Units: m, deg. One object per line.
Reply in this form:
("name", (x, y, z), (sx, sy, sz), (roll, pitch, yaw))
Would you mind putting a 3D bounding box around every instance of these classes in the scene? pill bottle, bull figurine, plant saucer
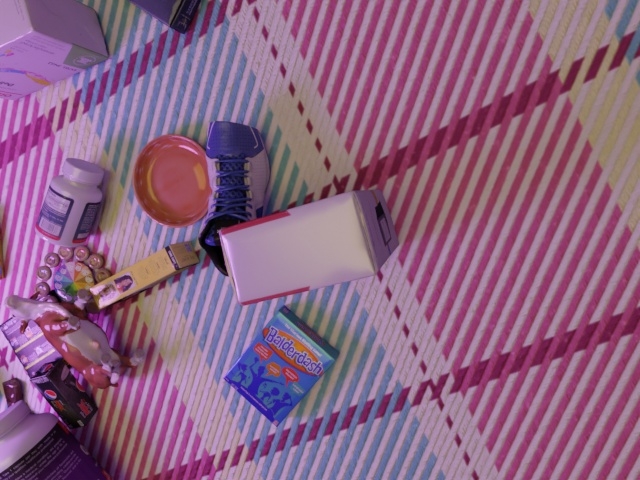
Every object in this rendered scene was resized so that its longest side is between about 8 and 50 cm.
("pill bottle", (-0.553, -0.086, 1.046), (0.108, 0.108, 0.180), (30, 103, 9))
("pill bottle", (-0.644, 0.535, 1.088), (0.182, 0.181, 0.323), (-30, 102, 16))
("bull figurine", (-0.541, 0.209, 1.040), (0.188, 0.101, 0.310), (-24, 114, 39))
("plant saucer", (-0.311, -0.128, 1.016), (0.200, 0.037, 0.199), (2, 99, 14))

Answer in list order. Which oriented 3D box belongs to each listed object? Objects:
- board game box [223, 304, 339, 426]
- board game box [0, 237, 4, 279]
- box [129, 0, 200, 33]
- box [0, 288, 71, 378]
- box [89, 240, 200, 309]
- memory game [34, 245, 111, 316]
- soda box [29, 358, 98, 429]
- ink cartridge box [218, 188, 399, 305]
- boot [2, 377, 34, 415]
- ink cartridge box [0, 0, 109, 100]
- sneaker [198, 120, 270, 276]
("board game box", (-0.086, 0.270, 1.007), (0.160, 0.047, 0.210), (39, 104, 6))
("board game box", (-0.873, 0.015, 1.172), (0.141, 0.048, 0.170), (2, 98, 15))
("box", (-0.338, -0.564, 0.951), (0.233, 0.059, 0.183), (35, 106, 8))
("box", (-0.671, 0.240, 1.154), (0.191, 0.045, 0.184), (-32, 91, 15))
("box", (-0.389, 0.077, 1.039), (0.232, 0.087, 0.058), (-27, 89, 17))
("memory game", (-0.584, 0.100, 1.105), (0.186, 0.012, 0.186), (0, 90, 2))
("soda box", (-0.611, 0.369, 1.123), (0.053, 0.060, 0.168), (-15, 114, 15))
("ink cartridge box", (0.000, 0.000, 0.814), (0.226, 0.306, 0.131), (-16, 93, 15))
("boot", (-0.774, 0.416, 1.210), (0.107, 0.037, 0.114), (1, 93, 12))
("ink cartridge box", (-0.664, -0.396, 0.979), (0.354, 0.207, 0.119), (-15, 92, 17))
("sneaker", (-0.160, -0.067, 0.898), (0.128, 0.182, 0.315), (0, 101, -7))
